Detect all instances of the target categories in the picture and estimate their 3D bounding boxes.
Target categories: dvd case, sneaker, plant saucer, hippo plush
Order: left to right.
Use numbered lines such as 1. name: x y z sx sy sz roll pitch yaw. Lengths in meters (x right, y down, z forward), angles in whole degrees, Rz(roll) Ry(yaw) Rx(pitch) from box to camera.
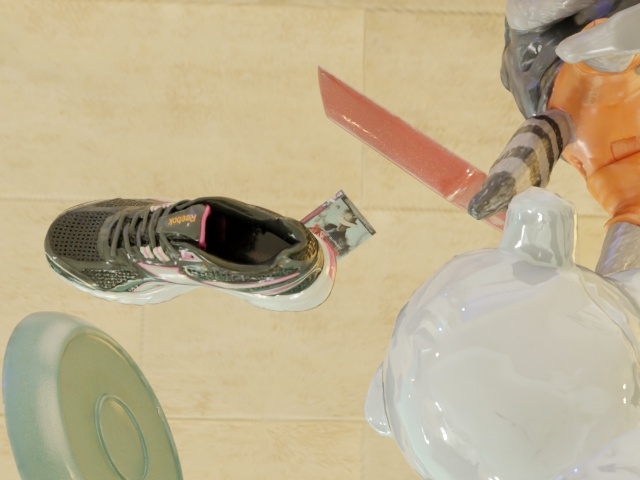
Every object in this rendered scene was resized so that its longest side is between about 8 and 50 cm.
1. plant saucer: -0.219 0.213 1.148 0.044 0.317 0.317 -23 82 10
2. sneaker: -0.081 -0.003 0.664 0.178 0.077 0.072 1 69 6
3. dvd case: 0.000 0.000 1.335 0.119 0.087 0.013 -37 45 4
4. plant saucer: 0.134 -0.082 1.238 0.258 0.259 0.047 39 98 38
5. hippo plush: 0.101 0.129 0.448 0.294 0.234 0.236 6 37 -36

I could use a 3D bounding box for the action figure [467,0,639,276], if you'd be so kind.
1. action figure: 0.171 -0.144 0.757 0.179 0.330 0.341 -20 113 16
